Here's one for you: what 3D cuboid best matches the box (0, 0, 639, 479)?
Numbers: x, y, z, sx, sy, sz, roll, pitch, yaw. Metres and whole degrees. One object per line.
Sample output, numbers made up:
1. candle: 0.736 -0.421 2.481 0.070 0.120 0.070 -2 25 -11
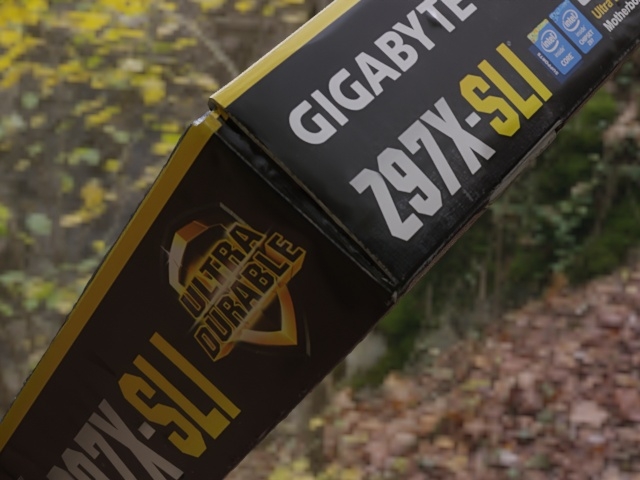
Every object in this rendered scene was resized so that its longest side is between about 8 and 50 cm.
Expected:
1. box: 0.000 0.000 0.589 0.257 0.079 0.322 -46 -2 -39
